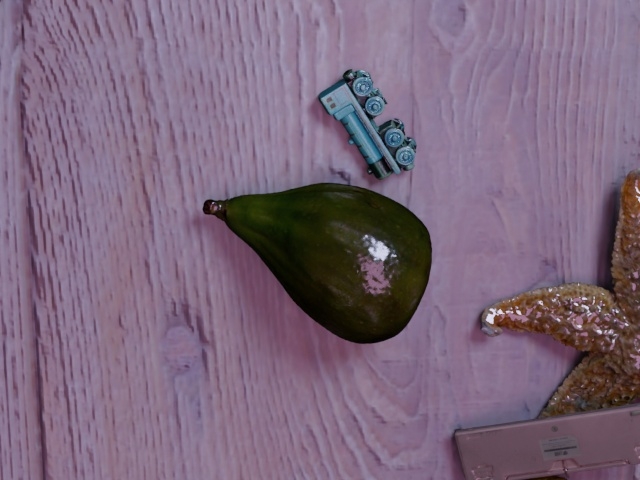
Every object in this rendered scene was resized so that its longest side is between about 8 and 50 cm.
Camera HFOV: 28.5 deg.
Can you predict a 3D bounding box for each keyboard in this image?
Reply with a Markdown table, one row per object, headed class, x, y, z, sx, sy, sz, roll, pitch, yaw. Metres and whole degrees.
| class | x | y | z | sx | sy | sz | roll | pitch | yaw |
| --- | --- | --- | --- | --- | --- | --- | --- | --- | --- |
| keyboard | 0.195 | 0.165 | 1.022 | 0.166 | 0.017 | 0.055 | -11 | 106 | 16 |

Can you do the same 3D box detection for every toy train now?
| class | x | y | z | sx | sy | sz | roll | pitch | yaw |
| --- | --- | --- | --- | --- | --- | --- | --- | --- | --- |
| toy train | 0.038 | -0.086 | 0.957 | 0.045 | 0.029 | 0.092 | -30 | 109 | 10 |

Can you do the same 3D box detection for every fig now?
| class | x | y | z | sx | sy | sz | roll | pitch | yaw |
| --- | --- | --- | --- | --- | --- | --- | --- | --- | --- |
| fig | 0.000 | 0.000 | 0.946 | 0.177 | 0.117 | 0.117 | 31 | 100 | 8 |

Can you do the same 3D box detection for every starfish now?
| class | x | y | z | sx | sy | sz | roll | pitch | yaw |
| --- | --- | --- | --- | --- | --- | --- | --- | --- | --- |
| starfish | 0.247 | 0.100 | 1.018 | 0.231 | 0.048 | 0.295 | -23 | 103 | 17 |

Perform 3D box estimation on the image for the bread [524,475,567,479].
| class | x | y | z | sx | sy | sz | roll | pitch | yaw |
| --- | --- | --- | --- | --- | --- | --- | --- | --- | --- |
| bread | 0.187 | 0.334 | 1.071 | 0.139 | 0.077 | 0.271 | -19 | 106 | 2 |
